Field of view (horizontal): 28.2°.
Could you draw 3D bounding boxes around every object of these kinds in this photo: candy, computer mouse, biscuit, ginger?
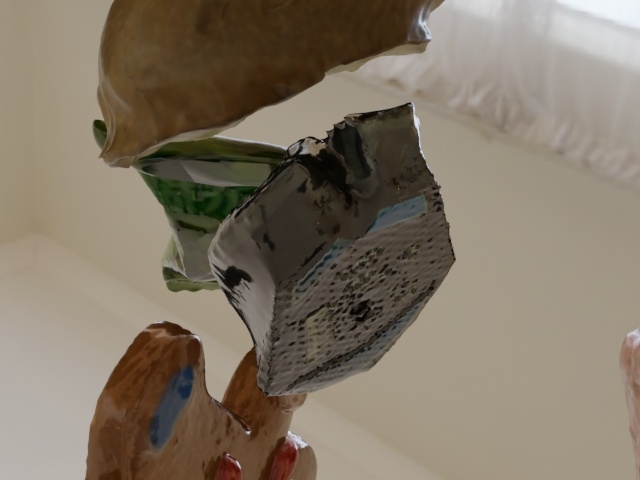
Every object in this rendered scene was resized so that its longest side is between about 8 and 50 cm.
[{"bbox_3d":[-0.050,-0.017,0.817,0.149,0.246,0.069,5,-116,5],"label":"candy"},{"bbox_3d":[0.000,0.000,0.398,0.079,0.135,0.047,-35,-115,-16],"label":"computer mouse"},{"bbox_3d":[-0.062,0.155,0.742,0.049,0.205,0.324,20,168,19],"label":"biscuit"},{"bbox_3d":[0.025,-0.164,0.539,0.190,0.354,0.126,38,166,-13],"label":"ginger"}]

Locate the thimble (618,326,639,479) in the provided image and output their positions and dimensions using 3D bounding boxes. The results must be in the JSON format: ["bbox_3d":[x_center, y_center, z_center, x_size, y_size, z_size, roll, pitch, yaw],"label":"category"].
[{"bbox_3d":[0.354,0.128,0.993,0.239,0.162,0.239,-8,179,0],"label":"thimble"}]
